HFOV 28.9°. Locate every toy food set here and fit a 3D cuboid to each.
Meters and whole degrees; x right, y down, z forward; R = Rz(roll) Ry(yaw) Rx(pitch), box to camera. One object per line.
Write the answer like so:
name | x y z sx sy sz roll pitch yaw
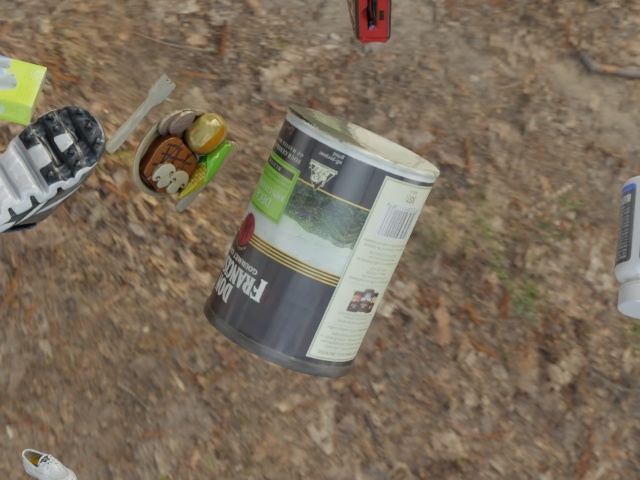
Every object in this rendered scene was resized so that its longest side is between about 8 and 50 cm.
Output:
toy food set | -0.169 -0.106 1.511 0.132 0.038 0.192 -50 146 -1

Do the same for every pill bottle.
pill bottle | 0.344 0.008 1.275 0.078 0.078 0.137 16 71 -19

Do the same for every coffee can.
coffee can | 0.000 0.000 1.522 0.201 0.201 0.275 20 102 -19

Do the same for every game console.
game console | 0.051 -0.513 1.879 0.060 0.386 0.342 -9 72 -1

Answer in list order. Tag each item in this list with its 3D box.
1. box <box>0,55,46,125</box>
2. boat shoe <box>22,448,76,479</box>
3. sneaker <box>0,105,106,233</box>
box | -0.496 -0.230 1.794 0.178 0.109 0.042 14 130 -9
boat shoe | -0.381 0.316 1.730 0.035 0.100 0.035 -38 131 -35
sneaker | -0.292 -0.033 1.088 0.234 0.106 0.078 -29 80 -12
